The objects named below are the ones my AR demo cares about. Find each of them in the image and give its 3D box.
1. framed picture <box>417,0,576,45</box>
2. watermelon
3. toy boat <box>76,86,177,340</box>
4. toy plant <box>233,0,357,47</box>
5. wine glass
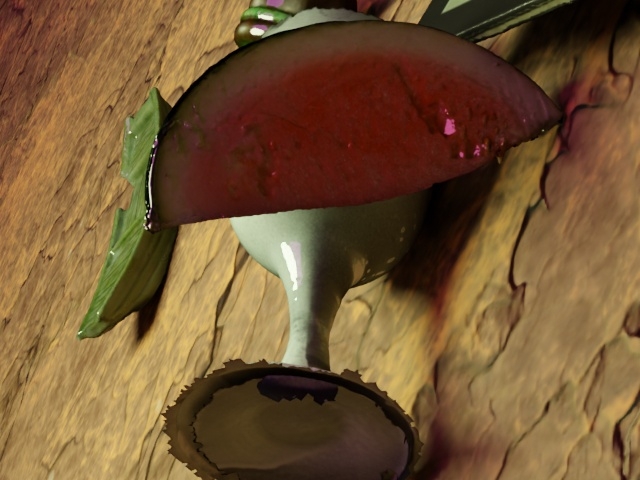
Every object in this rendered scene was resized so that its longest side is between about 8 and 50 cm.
[{"bbox_3d":[0.184,-0.229,0.894,0.265,0.016,0.347,-60,18,-20],"label":"framed picture"},{"bbox_3d":[0.007,-0.062,0.907,0.063,0.245,0.119,100,151,-52],"label":"watermelon"},{"bbox_3d":[-0.171,-0.019,1.530,0.093,0.055,0.293,-45,27,40],"label":"toy boat"},{"bbox_3d":[-0.033,-0.131,1.271,0.162,0.093,0.093,-67,20,-7],"label":"toy plant"},{"bbox_3d":[0.000,0.000,0.975,0.143,0.143,0.321,-46,25,41],"label":"wine glass"}]
